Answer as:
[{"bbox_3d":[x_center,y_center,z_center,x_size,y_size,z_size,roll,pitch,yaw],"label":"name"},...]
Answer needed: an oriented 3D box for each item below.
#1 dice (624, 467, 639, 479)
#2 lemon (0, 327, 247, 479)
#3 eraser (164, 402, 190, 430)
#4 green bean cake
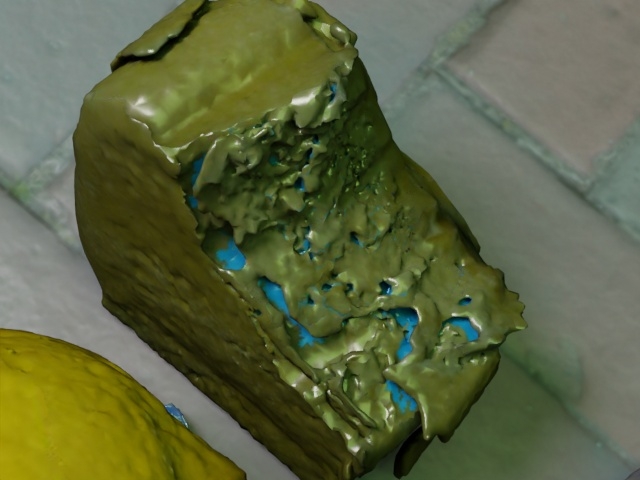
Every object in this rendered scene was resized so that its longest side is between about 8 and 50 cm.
[{"bbox_3d":[0.359,0.236,0.734,0.251,0.259,0.243,-18,80,-13],"label":"dice"},{"bbox_3d":[-0.210,0.202,0.621,0.336,0.336,0.336,3,70,-9],"label":"lemon"},{"bbox_3d":[-0.129,0.162,0.801,0.085,0.027,0.063,-25,75,-17],"label":"eraser"},{"bbox_3d":[0.000,0.000,0.747,0.310,0.285,0.202,44,65,5],"label":"green bean cake"}]
